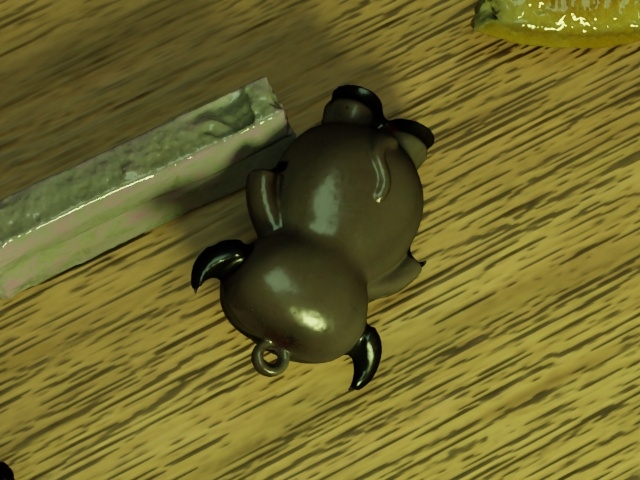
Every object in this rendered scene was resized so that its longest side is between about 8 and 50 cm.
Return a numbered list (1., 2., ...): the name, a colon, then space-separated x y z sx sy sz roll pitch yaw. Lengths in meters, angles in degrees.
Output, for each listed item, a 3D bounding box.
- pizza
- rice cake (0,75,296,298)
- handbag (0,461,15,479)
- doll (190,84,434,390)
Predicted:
1. pizza: 0.288 -0.259 1.720 0.258 0.087 0.268 21 76 -1
2. rice cake: -0.156 -0.045 1.628 0.298 0.106 0.050 -26 68 -9
3. handbag: -0.349 0.230 1.535 0.229 0.127 0.208 28 76 13
4. doll: 0.001 -0.002 1.611 0.182 0.117 0.257 30 73 -15
